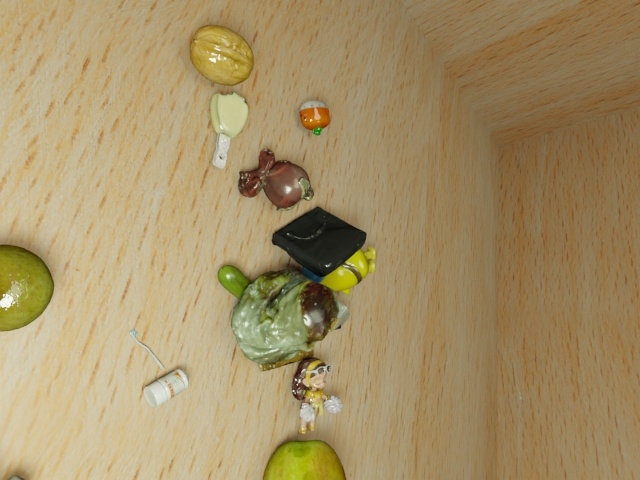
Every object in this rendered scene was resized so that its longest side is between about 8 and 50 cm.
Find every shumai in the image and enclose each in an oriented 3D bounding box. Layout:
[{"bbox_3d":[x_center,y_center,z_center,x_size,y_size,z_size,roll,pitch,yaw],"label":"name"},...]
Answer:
[{"bbox_3d":[-0.055,0.230,1.191,0.309,0.264,0.303,-57,130,-32],"label":"shumai"}]

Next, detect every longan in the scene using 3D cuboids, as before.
[{"bbox_3d":[-0.581,0.085,0.767,0.155,0.176,0.145,42,88,9],"label":"longan"}]

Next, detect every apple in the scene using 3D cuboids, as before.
[{"bbox_3d":[-0.049,0.698,1.212,0.246,0.246,0.226,19,49,-45],"label":"apple"}]

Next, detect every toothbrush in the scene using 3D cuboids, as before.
[{"bbox_3d":[-0.420,0.268,1.021,0.013,0.011,0.131,-39,112,-23],"label":"toothbrush"}]

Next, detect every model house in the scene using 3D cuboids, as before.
[{"bbox_3d":[0.041,0.270,1.498,0.100,0.088,0.100,-49,154,-17],"label":"model house"}]

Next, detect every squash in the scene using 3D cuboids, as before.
[{"bbox_3d":[-0.227,0.140,1.231,0.201,0.067,0.066,49,48,-37],"label":"squash"}]

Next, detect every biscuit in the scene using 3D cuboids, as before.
[{"bbox_3d":[-0.112,0.330,1.343,0.237,0.026,0.131,0,79,-48],"label":"biscuit"}]

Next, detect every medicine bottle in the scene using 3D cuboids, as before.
[{"bbox_3d":[-0.372,0.357,1.019,0.089,0.057,0.057,-23,99,-49],"label":"medicine bottle"}]

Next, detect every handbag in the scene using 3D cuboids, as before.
[{"bbox_3d":[0.000,0.000,1.423,0.275,0.244,0.088,-38,153,-44],"label":"handbag"}]

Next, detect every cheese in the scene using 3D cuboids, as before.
[{"bbox_3d":[-0.290,-0.338,1.278,0.127,0.050,0.255,26,62,-43],"label":"cheese"}]

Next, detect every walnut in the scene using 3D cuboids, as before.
[{"bbox_3d":[-0.292,-0.548,1.251,0.207,0.159,0.158,6,76,-53],"label":"walnut"}]

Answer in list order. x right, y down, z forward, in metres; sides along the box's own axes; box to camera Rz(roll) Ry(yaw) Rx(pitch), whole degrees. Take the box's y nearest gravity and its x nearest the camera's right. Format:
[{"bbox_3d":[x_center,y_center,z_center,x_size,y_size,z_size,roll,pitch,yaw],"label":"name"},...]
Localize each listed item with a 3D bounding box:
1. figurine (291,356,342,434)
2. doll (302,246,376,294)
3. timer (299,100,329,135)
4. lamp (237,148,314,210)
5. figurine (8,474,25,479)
[{"bbox_3d":[-0.025,0.494,1.336,0.175,0.116,0.239,2,86,-46],"label":"figurine"},{"bbox_3d":[0.074,0.113,1.521,0.363,0.145,0.199,-13,105,-40],"label":"doll"},{"bbox_3d":[-0.021,-0.456,1.580,0.136,0.099,0.136,-2,93,-40],"label":"timer"},{"bbox_3d":[-0.135,-0.176,1.361,0.224,0.151,0.215,22,47,5],"label":"lamp"},{"bbox_3d":[-0.625,0.449,0.649,0.309,0.144,0.307,2,90,-65],"label":"figurine"}]
